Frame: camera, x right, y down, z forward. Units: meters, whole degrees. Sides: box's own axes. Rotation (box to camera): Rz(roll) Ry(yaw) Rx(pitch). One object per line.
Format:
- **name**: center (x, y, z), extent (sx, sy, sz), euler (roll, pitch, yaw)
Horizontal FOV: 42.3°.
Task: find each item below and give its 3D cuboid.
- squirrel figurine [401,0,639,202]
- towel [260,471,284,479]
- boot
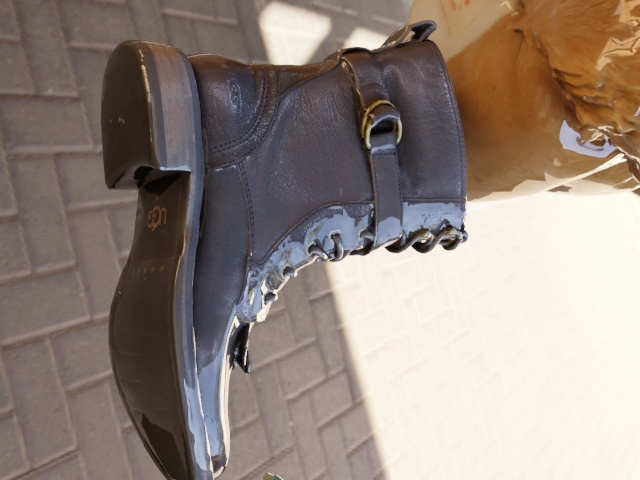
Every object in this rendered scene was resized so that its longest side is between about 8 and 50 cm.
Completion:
- **squirrel figurine**: center (0.268, -0.105, 0.635), extent (0.370, 0.397, 0.281), euler (23, 90, -30)
- **towel**: center (0.041, 0.520, 1.280), extent (0.040, 0.370, 0.271), euler (-47, 164, -36)
- **boot**: center (0.000, 0.000, 0.476), extent (0.229, 0.091, 0.263), euler (-5, 97, -35)
